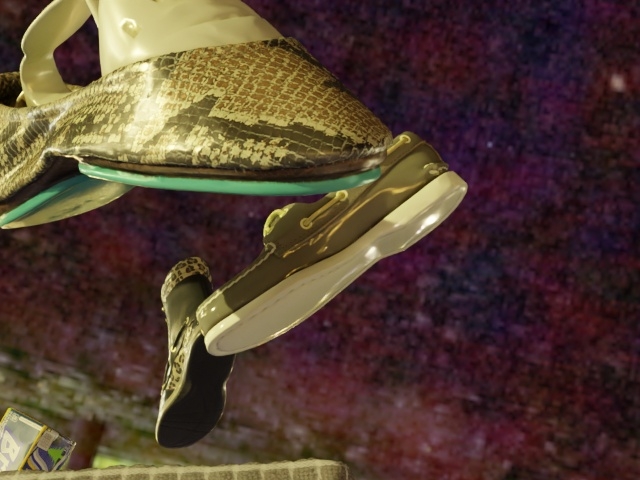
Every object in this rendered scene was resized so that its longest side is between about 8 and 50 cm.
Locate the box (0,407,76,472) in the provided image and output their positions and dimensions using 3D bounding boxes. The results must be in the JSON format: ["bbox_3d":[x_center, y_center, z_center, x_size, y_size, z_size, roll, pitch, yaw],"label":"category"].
[{"bbox_3d":[-0.312,0.253,1.157,0.059,0.169,0.054,17,161,35],"label":"box"}]

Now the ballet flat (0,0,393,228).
[{"bbox_3d":[-0.143,-0.109,0.879,0.164,0.182,0.482,-13,-174,-37],"label":"ballet flat"}]

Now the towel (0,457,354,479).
[{"bbox_3d":[-0.099,0.244,0.685,0.283,0.235,0.121,-3,130,0],"label":"towel"}]

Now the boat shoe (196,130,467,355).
[{"bbox_3d":[0.000,0.002,1.172,0.091,0.305,0.109,52,167,17],"label":"boat shoe"}]

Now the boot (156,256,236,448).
[{"bbox_3d":[-0.187,0.159,1.684,0.085,0.179,0.236,6,125,-24],"label":"boot"}]
